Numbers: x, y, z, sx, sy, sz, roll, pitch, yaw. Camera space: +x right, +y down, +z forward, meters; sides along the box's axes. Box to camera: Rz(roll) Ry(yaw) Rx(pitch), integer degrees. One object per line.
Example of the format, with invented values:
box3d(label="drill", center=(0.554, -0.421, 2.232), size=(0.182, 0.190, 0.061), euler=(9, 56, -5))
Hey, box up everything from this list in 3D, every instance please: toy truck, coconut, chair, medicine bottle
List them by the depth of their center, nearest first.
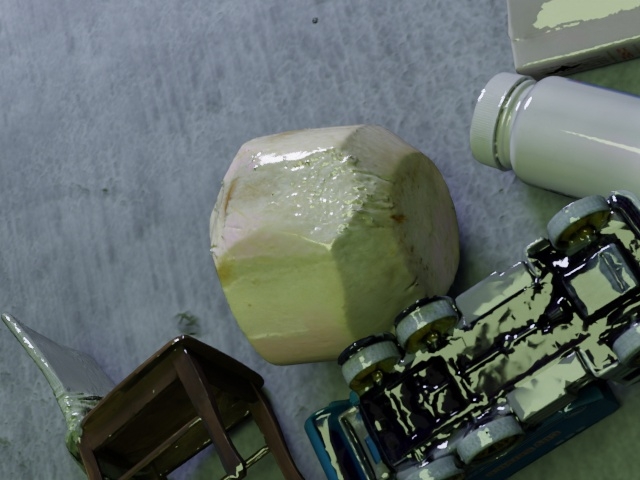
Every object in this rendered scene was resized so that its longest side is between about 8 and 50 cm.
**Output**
box3d(label="toy truck", center=(0.157, 0.113, 1.215), size=(0.367, 0.175, 0.146), euler=(-35, 65, 18))
box3d(label="medicine bottle", center=(0.235, -0.088, 1.262), size=(0.186, 0.102, 0.103), euler=(19, 88, 32))
box3d(label="coconut", center=(0.000, 0.004, 1.309), size=(0.241, 0.241, 0.241), euler=(-7, 75, 28))
box3d(label="chair", center=(-0.162, 0.162, 1.387), size=(0.186, 0.160, 0.319), euler=(-39, 55, 12))

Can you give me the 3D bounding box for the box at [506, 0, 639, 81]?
box3d(label="box", center=(0.263, -0.344, 1.337), size=(0.204, 0.051, 0.365), euler=(-12, 73, 26))
